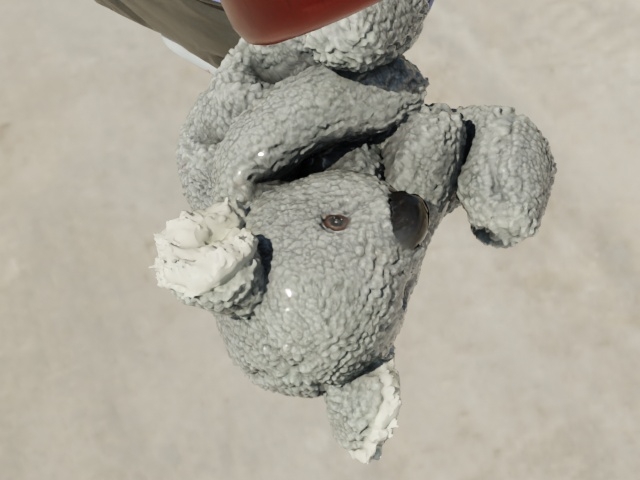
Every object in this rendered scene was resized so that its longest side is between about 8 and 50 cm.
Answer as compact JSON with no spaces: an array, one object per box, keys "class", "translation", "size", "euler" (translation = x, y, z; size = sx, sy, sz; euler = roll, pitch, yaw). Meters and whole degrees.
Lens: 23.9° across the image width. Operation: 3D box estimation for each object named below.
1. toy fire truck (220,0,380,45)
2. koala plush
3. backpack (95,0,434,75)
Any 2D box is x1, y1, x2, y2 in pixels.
[{"class":"toy fire truck","translation":[0.024,-0.140,0.317],"size":[0.302,0.169,0.254],"euler":[-20,15,23]},{"class":"koala plush","translation":[0.000,0.000,0.817],"size":[0.203,0.196,0.221],"euler":[-26,33,29]},{"class":"backpack","translation":[-0.019,-0.233,1.041],"size":[0.276,0.213,0.263],"euler":[33,75,31]}]
